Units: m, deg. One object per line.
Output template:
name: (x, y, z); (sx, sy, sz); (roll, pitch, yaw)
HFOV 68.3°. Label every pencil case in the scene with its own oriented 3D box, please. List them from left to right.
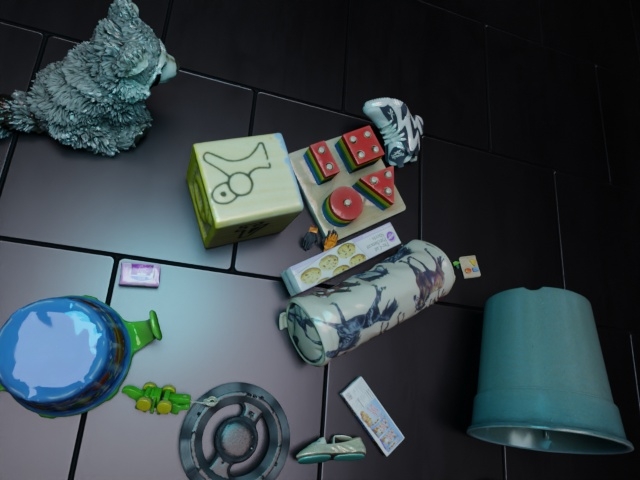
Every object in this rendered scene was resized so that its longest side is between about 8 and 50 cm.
pencil case: (0.111, 0.139, 1.113); (0.410, 0.183, 0.160); (-23, 112, -24)

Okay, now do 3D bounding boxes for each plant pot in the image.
plant pot: (0.532, 0.312, 1.143); (0.340, 0.341, 0.334); (18, 61, -15)

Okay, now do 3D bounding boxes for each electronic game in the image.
electronic game: (-0.175, 0.414, 0.982); (0.229, 0.048, 0.230); (7, 65, -15)

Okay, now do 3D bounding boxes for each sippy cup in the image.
sippy cup: (-0.462, 0.200, 0.843); (0.240, 0.224, 0.306); (40, 66, -5)

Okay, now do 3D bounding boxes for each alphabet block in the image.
alphabet block: (-0.176, -0.109, 1.058); (0.197, 0.193, 0.193); (-12, 78, -23)

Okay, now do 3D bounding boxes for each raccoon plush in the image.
raccoon plush: (-0.504, -0.298, 0.932); (0.446, 0.299, 0.216); (-29, 86, -25)

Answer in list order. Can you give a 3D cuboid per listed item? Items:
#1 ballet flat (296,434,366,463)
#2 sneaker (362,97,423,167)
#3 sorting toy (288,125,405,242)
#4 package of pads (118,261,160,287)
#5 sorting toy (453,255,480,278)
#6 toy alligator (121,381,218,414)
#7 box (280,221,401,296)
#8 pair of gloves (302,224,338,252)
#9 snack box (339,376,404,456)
ballet flat: (0.020, 0.463, 1.048); (0.168, 0.057, 0.052); (8, 44, -22)
sneaker: (0.200, -0.281, 1.280); (0.234, 0.094, 0.153); (14, 73, -52)
sorting toy: (0.081, -0.158, 1.225); (0.257, 0.089, 0.256); (-24, 84, -25)
package of pads: (-0.388, 0.074, 1.013); (0.083, 0.032, 0.050); (5, 74, -19)
sorting toy: (0.409, 0.075, 1.321); (0.083, 0.012, 0.062); (-5, 77, -22)
toy alligator: (-0.306, 0.331, 0.955); (0.189, 0.056, 0.051); (13, 111, -11)
box: (0.056, 0.042, 1.151); (0.323, 0.063, 0.067); (-22, 84, -32)
pair of gloves: (0.000, 0.000, 1.163); (0.083, 0.074, 0.010); (10, 33, -16)
snack box: (0.122, 0.412, 1.109); (0.064, 0.022, 0.178); (-35, 88, -26)
